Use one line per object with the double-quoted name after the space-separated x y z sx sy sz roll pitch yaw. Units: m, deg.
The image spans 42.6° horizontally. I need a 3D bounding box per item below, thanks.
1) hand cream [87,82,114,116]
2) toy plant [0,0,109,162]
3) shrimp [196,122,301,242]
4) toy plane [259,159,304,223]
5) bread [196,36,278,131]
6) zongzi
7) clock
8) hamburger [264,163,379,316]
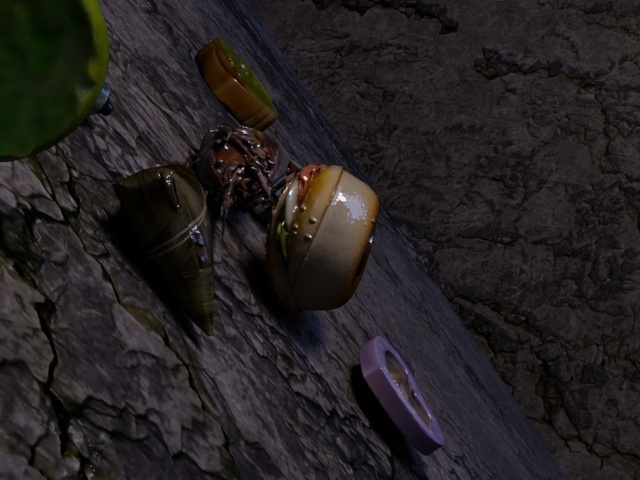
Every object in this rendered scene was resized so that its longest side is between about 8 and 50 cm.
-0.326 -0.230 0.918 0.248 0.052 0.075 47 12 -29 "hand cream"
-0.295 -0.186 0.712 0.224 0.184 0.316 53 -6 -26 "toy plant"
-0.117 -0.095 1.213 0.145 0.116 0.343 26 21 -12 "shrimp"
-0.043 -0.060 1.447 0.223 0.104 0.326 48 8 -30 "toy plane"
-0.181 -0.340 1.810 0.236 0.070 0.236 52 11 -14 "bread"
-0.148 0.002 0.914 0.187 0.084 0.184 -83 150 -80 "zongzi"
0.105 0.234 1.248 0.172 0.064 0.198 40 17 -50 "clock"
0.001 -0.003 1.177 0.147 0.237 0.237 19 8 8 "hamburger"
